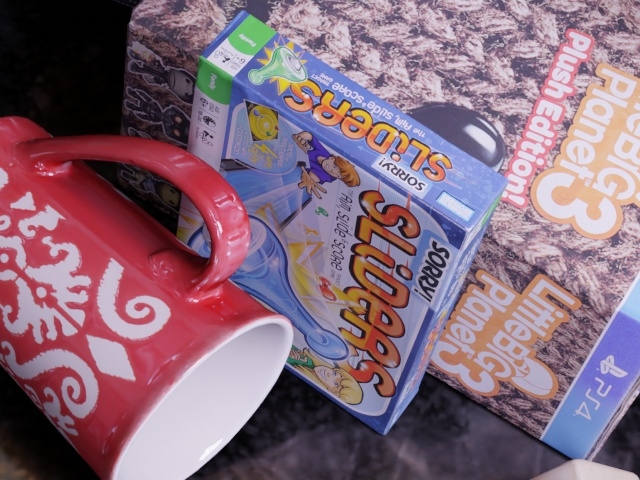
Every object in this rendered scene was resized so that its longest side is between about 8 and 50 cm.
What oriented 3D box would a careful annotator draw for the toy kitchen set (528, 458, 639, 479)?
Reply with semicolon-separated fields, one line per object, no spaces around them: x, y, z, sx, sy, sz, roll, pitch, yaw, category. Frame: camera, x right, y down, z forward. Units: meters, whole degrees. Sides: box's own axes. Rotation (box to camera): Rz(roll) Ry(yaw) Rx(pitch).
0.034;0.173;0.747;0.207;0.166;0.122;20;49;-41;toy kitchen set

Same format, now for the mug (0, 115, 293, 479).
-0.100;0.013;0.784;0.169;0.113;0.150;41;98;20;mug

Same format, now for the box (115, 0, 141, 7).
-0.206;-0.254;0.886;0.270;0.060;0.216;18;42;-24;box

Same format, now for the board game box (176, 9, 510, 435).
0.000;0.000;0.762;0.136;0.201;0.035;33;60;12;board game box

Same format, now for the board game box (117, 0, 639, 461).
0.080;-0.072;0.854;0.291;0.141;0.232;31;59;10;board game box
